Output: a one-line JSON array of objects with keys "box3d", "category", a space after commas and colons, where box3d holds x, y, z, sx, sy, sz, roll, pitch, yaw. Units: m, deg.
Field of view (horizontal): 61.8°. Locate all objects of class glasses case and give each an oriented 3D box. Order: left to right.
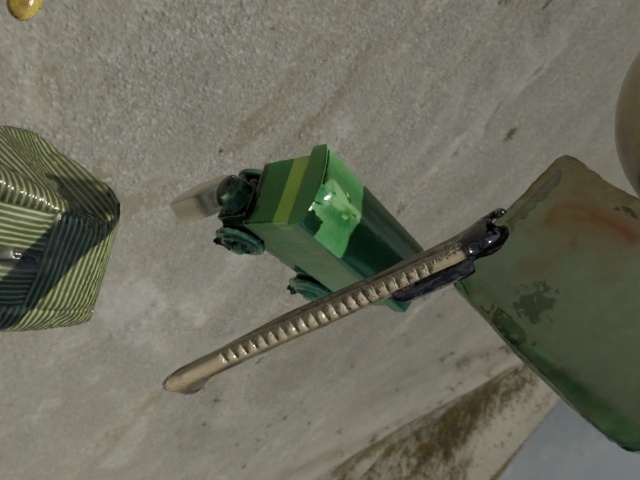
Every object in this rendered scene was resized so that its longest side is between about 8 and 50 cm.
[{"box3d": [-0.210, -0.073, 0.959, 0.083, 0.050, 0.196, -35, -165, -24], "category": "glasses case"}]

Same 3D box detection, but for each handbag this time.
[{"box3d": [-0.448, -0.029, 0.665, 0.240, 0.340, 0.247, 2, 110, -65], "category": "handbag"}]

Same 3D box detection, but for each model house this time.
[{"box3d": [0.374, 0.089, 0.674, 0.245, 0.312, 0.280, -48, 145, 8], "category": "model house"}]

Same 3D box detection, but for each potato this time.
[{"box3d": [-0.456, -0.385, 0.838, 0.045, 0.046, 0.092, 35, 77, -41], "category": "potato"}]

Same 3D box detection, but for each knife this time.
[{"box3d": [0.017, 0.067, 0.502, 0.365, 0.043, 0.089, -25, 165, 1], "category": "knife"}]

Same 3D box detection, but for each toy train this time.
[{"box3d": [0.000, 0.000, 0.738, 0.202, 0.120, 0.301, -2, 150, 39], "category": "toy train"}]

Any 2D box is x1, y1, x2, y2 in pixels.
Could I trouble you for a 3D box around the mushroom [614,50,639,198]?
[{"box3d": [0.574, -0.148, 0.684, 0.362, 0.362, 0.294, -17, 165, -32], "category": "mushroom"}]
